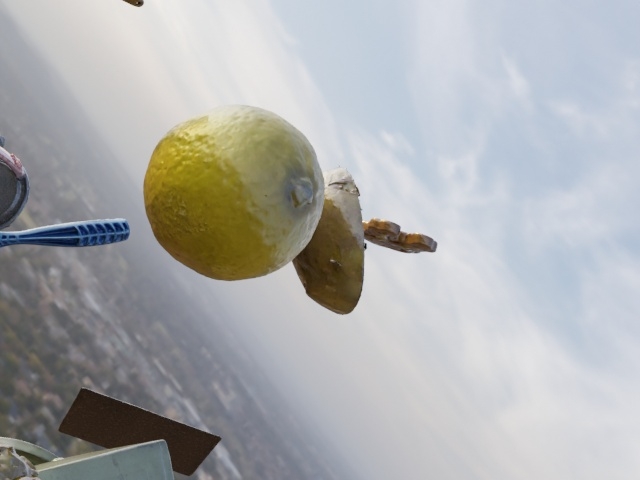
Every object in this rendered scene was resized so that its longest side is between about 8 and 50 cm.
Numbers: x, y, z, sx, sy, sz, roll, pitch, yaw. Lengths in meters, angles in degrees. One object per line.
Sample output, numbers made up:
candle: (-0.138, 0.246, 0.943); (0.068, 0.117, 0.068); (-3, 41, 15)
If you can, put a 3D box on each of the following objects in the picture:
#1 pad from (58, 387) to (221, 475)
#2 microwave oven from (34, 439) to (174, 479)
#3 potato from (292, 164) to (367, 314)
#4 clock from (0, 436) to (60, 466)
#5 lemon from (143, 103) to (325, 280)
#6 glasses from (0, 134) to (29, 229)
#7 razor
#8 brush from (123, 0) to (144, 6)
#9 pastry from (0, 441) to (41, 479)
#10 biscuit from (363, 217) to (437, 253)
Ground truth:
pad: (-0.407, 0.434, 2.156); (0.330, 0.220, 0.004); (23, 46, -14)
microwave oven: (-0.366, 0.523, 1.418); (0.333, 0.247, 0.394); (1, 75, -57)
potato: (0.000, 0.000, 1.887); (0.239, 0.116, 0.298); (-16, -102, 63)
clock: (-0.545, 0.430, 1.711); (0.235, 0.235, 0.029); (57, 28, -34)
lemon: (-0.129, -0.073, 1.449); (0.293, 0.293, 0.293); (53, -5, 6)
glasses: (-0.442, -0.051, 1.010); (0.118, 0.234, 0.268); (59, -9, 8)
razor: (-0.390, -0.004, 1.319); (0.042, 0.253, 0.081); (-137, -137, -64)
brush: (-0.355, -0.422, 1.610); (0.170, 0.043, 0.014); (10, 46, -59)
pastry: (-0.372, 0.320, 0.980); (0.132, 0.240, 0.235); (19, 6, -1)
biscuit: (0.175, -0.005, 2.380); (0.186, 0.044, 0.295); (23, -6, -7)
